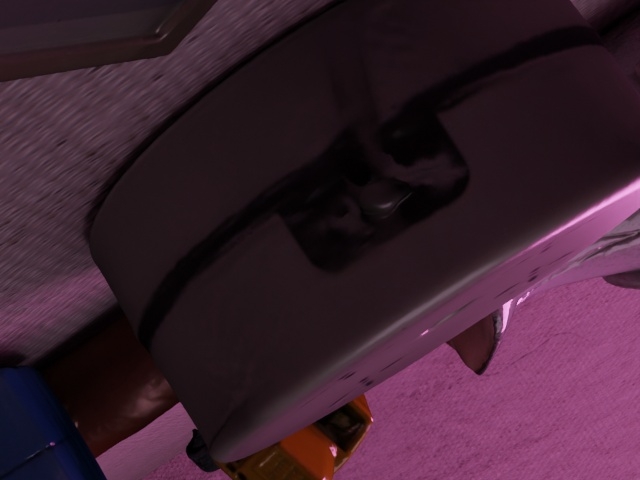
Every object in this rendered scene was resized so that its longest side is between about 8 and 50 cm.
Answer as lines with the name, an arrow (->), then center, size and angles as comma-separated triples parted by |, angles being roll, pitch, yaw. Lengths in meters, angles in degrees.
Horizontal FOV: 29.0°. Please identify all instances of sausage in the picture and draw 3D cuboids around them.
sausage -> -0.220, 0.154, 1.020 | 0.419, 0.094, 0.094 | -35, -148, 15

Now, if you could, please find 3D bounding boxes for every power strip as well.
power strip -> 0.036, -0.019, 0.748 | 0.357, 0.161, 0.357 | -31, 170, -6

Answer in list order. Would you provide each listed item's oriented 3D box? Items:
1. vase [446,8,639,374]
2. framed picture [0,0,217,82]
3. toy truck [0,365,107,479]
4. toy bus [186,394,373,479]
vase -> 0.258, -0.065, 1.078 | 0.445, 0.250, 0.250 | -28, 170, -18
framed picture -> -0.084, -0.101, 0.331 | 0.213, 0.016, 0.289 | -39, 169, 36
toy truck -> -0.336, 0.242, 0.875 | 0.385, 0.161, 0.162 | -33, 177, -1
toy bus -> -0.034, 0.126, 1.053 | 0.123, 0.121, 0.335 | -44, -166, 5
